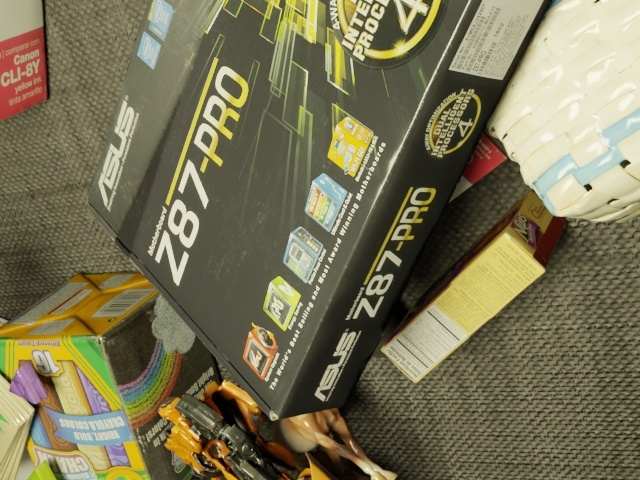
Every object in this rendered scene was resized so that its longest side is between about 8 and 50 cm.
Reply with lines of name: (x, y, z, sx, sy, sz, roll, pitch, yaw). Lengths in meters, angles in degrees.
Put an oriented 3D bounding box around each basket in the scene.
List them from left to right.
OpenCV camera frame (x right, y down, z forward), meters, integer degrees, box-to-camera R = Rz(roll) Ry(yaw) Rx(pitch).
basket: (0.216, -0.171, 0.682, 0.255, 0.201, 0.288, -32, 71, 37)

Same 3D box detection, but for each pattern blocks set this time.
pattern blocks set: (-0.401, 0.198, 1.049, 0.285, 0.026, 0.325, 52, 134, 3)

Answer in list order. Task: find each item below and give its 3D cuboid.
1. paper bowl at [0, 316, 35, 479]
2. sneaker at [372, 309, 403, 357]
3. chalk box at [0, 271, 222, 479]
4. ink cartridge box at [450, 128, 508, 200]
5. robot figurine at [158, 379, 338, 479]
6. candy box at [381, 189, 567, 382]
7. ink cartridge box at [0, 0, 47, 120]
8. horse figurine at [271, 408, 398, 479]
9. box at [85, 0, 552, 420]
paper bowl: (-0.471, 0.256, 1.244, 0.284, 0.148, 0.284, 11, 117, 22)
sneaker: (0.000, 0.000, 0.918, 0.130, 0.109, 0.286, -40, 97, 25)
chalk box: (-0.237, 0.201, 1.081, 0.179, 0.180, 0.288, -2, 112, 28)
ink cartridge box: (0.071, -0.093, 0.811, 0.128, 0.127, 0.176, 44, 126, -9)
robot figurine: (-0.048, 0.258, 0.941, 0.291, 0.085, 0.211, 42, 152, 5)
candy box: (0.147, 0.045, 0.860, 0.053, 0.109, 0.186, 44, 125, 1)
ink cartridge box: (-0.448, -0.333, 0.931, 0.279, 0.160, 0.384, 17, 121, 18)
horse figurine: (0.003, 0.218, 0.978, 0.174, 0.066, 0.263, 42, 157, 17)
box: (-0.028, -0.109, 0.717, 0.318, 0.097, 0.394, 43, 120, 36)
